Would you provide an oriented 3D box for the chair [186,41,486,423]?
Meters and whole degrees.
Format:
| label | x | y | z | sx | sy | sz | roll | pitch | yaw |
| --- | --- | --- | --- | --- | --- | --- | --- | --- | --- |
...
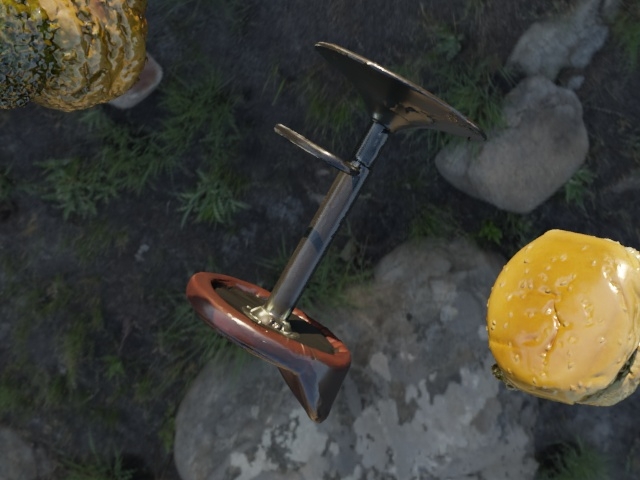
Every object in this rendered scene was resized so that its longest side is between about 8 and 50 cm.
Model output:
| label | x | y | z | sx | sy | sz | roll | pitch | yaw |
| --- | --- | --- | --- | --- | --- | --- | --- | --- | --- |
| chair | 0.000 | 0.000 | 0.941 | 0.227 | 0.226 | 0.401 | 27 | 96 | -8 |

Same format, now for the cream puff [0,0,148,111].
| label | x | y | z | sx | sy | sz | roll | pitch | yaw |
| --- | --- | --- | --- | --- | --- | --- | --- | --- | --- |
| cream puff | -0.252 | -0.182 | 0.650 | 0.183 | 0.169 | 0.183 | 23 | 128 | 32 |

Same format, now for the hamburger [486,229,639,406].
| label | x | y | z | sx | sy | sz | roll | pitch | yaw |
| --- | --- | --- | --- | --- | --- | --- | --- | --- | --- |
| hamburger | 0.208 | 0.066 | 0.680 | 0.083 | 0.138 | 0.147 | 25 | 84 | -36 |
